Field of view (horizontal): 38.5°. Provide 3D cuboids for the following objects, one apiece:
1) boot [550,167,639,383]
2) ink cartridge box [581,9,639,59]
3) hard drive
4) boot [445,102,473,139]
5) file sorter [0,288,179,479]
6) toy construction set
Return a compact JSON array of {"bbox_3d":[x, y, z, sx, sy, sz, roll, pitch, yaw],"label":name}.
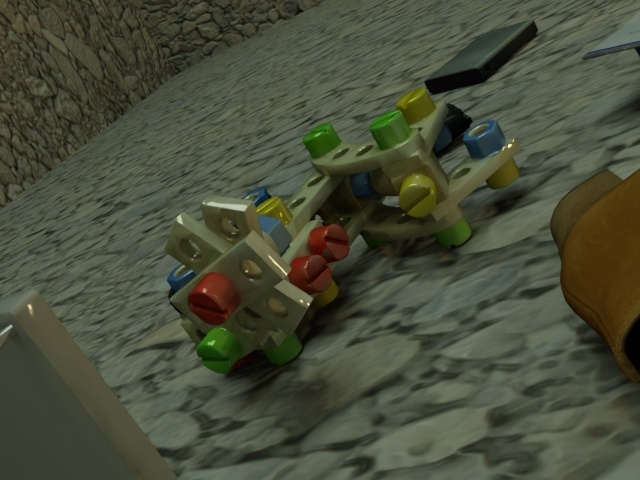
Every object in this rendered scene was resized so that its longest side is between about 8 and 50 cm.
[{"bbox_3d":[0.258,-0.042,0.470,0.295,0.104,0.211,-37,13,11],"label":"boot"},{"bbox_3d":[0.426,-0.222,0.757,0.307,0.072,0.303,-43,24,-30],"label":"ink cartridge box"},{"bbox_3d":[0.209,-0.238,1.185,0.135,0.022,0.094,-41,22,-32],"label":"hard drive"},{"bbox_3d":[0.113,-0.103,0.944,0.099,0.045,0.121,-31,18,-15],"label":"boot"},{"bbox_3d":[-0.230,0.171,0.509,0.278,0.193,0.173,-13,27,41],"label":"file sorter"},{"bbox_3d":[0.000,0.000,0.705,0.215,0.151,0.328,-13,14,41],"label":"toy construction set"}]
